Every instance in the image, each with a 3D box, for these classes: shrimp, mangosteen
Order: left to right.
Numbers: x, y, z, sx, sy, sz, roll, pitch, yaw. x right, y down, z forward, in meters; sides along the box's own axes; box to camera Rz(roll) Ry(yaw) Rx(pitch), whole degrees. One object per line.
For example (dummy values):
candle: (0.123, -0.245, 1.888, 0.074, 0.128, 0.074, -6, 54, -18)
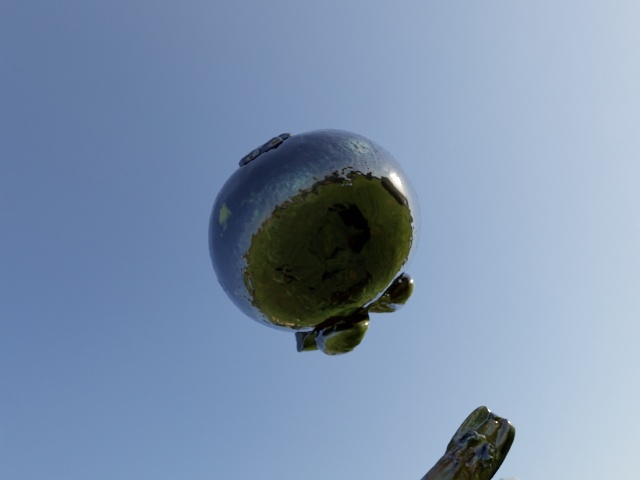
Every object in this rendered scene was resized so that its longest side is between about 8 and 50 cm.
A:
mangosteen: (0.000, 0.000, 0.623, 0.288, 0.288, 0.287, -19, -48, -22)
shrimp: (0.138, 0.307, 0.570, 0.253, 0.058, 0.173, -51, -27, -3)

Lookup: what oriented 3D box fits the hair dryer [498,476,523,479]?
hair dryer: (0.219, 0.447, 0.483, 0.107, 0.173, 0.357, 61, -131, -63)
